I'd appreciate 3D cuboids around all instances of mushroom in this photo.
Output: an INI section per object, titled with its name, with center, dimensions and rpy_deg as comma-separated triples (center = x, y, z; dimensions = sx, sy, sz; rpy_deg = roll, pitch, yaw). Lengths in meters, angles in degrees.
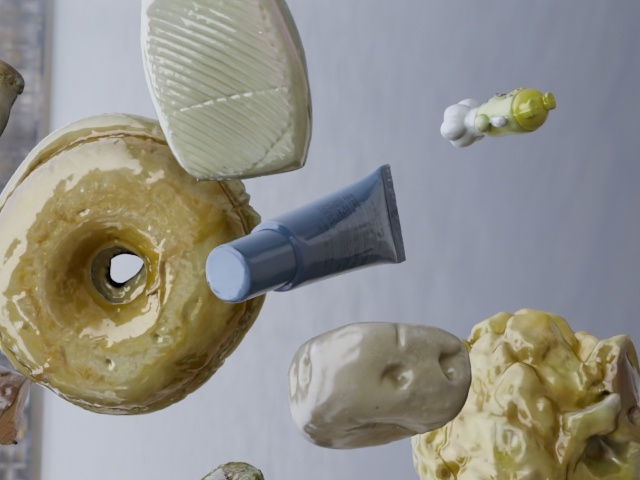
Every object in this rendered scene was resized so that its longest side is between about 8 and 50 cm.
[mushroom]
center = -0.395, -0.112, 1.419
dimensions = 0.084, 0.071, 0.209
rpy_deg = 101, -170, -68

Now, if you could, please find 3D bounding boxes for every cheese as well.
[cheese]
center = 0.067, 0.169, 1.500
dimensions = 0.235, 0.217, 0.117
rpy_deg = 60, -158, -68

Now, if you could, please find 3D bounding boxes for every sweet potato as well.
[sweet potato]
center = -0.613, 0.211, 2.049
dimensions = 0.131, 0.336, 0.131
rpy_deg = -59, -16, -29

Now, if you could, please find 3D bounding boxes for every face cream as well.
[face cream]
center = 0.000, 0.000, 1.600
dimensions = 0.086, 0.385, 0.136
rpy_deg = -6, 98, 35

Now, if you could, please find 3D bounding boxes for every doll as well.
[doll]
center = 0.230, -0.163, 1.701
dimensions = 0.162, 0.106, 0.062
rpy_deg = -10, 99, 47

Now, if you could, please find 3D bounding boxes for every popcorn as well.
[popcorn]
center = 0.297, 0.300, 1.878
dimensions = 0.354, 0.390, 0.344
rpy_deg = 34, 164, 27

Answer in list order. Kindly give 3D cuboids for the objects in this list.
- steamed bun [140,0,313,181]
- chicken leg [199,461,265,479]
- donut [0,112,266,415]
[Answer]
[steamed bun]
center = -0.093, -0.186, 1.383
dimensions = 0.152, 0.170, 0.239
rpy_deg = -57, -44, -71
[chicken leg]
center = -0.129, 0.302, 1.281
dimensions = 0.103, 0.227, 0.088
rpy_deg = 34, 135, 28
[donut]
center = -0.293, 0.038, 1.886
dimensions = 0.198, 0.448, 0.449
rpy_deg = -62, -23, -80
